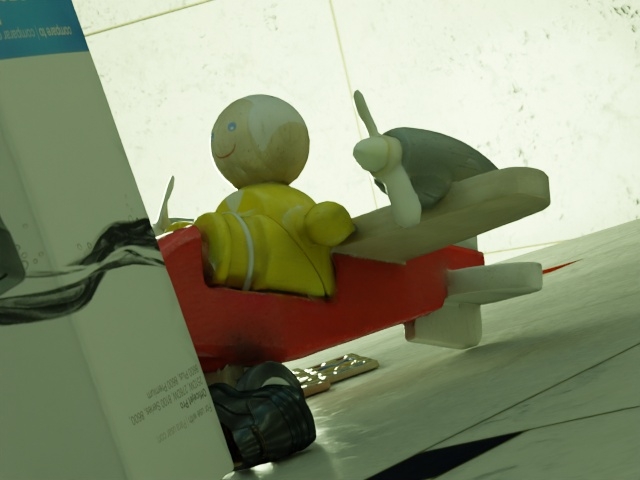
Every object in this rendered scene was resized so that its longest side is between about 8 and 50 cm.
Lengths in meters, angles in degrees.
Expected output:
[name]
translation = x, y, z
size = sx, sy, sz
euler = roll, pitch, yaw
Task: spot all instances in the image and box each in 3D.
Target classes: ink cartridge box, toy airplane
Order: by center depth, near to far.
[ink cartridge box]
translation = -0.264, 0.027, 1.174
size = 0.285, 0.395, 0.166
euler = -19, 2, 18
[toy airplane]
translation = 0.000, 0.000, 1.546
size = 0.386, 0.272, 0.384
euler = -19, -1, 4

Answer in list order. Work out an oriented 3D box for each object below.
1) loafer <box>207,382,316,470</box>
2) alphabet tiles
[loafer]
translation = -0.074, 0.137, 1.293
size = 0.061, 0.062, 0.170
euler = -24, 2, -34
[alphabet tiles]
translation = -0.087, 0.168, 1.866
size = 0.285, 0.011, 0.342
euler = -19, 0, -6
